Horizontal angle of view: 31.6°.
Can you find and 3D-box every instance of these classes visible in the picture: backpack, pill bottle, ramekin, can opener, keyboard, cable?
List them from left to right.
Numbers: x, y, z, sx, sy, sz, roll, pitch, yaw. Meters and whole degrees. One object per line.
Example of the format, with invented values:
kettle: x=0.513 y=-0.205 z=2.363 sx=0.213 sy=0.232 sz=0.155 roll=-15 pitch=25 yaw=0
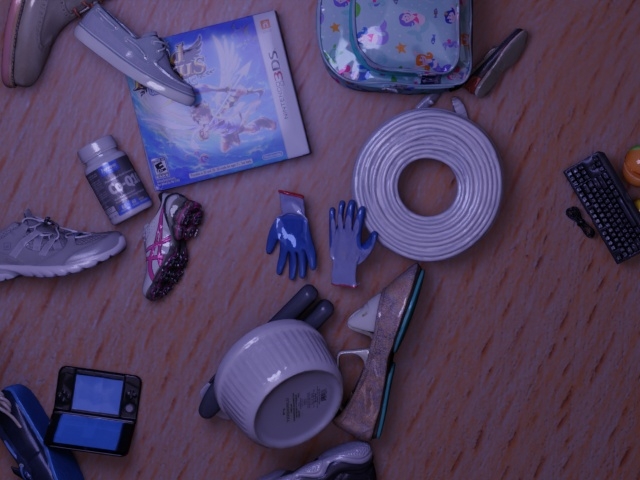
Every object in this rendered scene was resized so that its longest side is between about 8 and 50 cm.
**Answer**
pill bottle: x=-0.344 y=-0.101 z=1.884 sx=0.078 sy=0.078 sz=0.137 roll=-28 pitch=94 yaw=3
can opener: x=-0.095 y=0.196 z=1.896 sx=0.076 sy=0.095 sz=0.283 roll=43 pitch=101 yaw=-3
ramekin: x=-0.060 y=0.241 z=1.840 sx=0.207 sy=0.109 sz=0.207 roll=-17 pitch=129 yaw=-22
backpack: x=0.117 y=-0.345 z=1.810 sx=0.253 sy=0.191 sz=0.225 roll=1 pitch=91 yaw=7
cable: x=0.180 y=-0.091 z=1.872 sx=0.257 sy=0.089 sz=0.257 roll=-36 pitch=94 yaw=3
keyboard: x=0.467 y=-0.047 z=1.885 sx=0.108 sy=0.023 sz=0.180 roll=-32 pitch=84 yaw=31

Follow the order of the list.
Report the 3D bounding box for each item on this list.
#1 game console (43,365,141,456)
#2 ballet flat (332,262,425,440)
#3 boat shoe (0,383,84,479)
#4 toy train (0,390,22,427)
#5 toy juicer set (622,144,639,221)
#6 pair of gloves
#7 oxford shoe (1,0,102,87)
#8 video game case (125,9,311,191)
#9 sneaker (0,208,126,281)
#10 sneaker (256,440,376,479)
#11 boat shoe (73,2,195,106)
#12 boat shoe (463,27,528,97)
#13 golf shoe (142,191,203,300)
game console: x=-0.384 y=0.287 z=1.911 sx=0.144 sy=0.085 sz=0.124 roll=9 pitch=95 yaw=-4
ballet flat: x=0.086 y=0.180 z=1.893 sx=0.106 sy=0.107 sz=0.316 roll=16 pitch=94 yaw=7
boat shoe: x=-0.482 y=0.371 z=1.928 sx=0.089 sy=0.109 sz=0.258 roll=-32 pitch=77 yaw=10
toy train: x=-0.577 y=0.209 z=1.888 sx=0.248 sy=0.143 sz=0.105 roll=43 pitch=102 yaw=-8
toy juicer set: x=0.623 y=-0.038 z=1.871 sx=0.209 sy=0.089 sz=0.329 roll=-27 pitch=94 yaw=3
pair of gloves: x=0.000 y=0.000 z=1.875 sx=0.198 sy=0.023 sz=0.159 roll=11 pitch=114 yaw=21
oxford shoe: x=-0.399 y=-0.416 z=1.831 sx=0.146 sy=0.140 sz=0.397 roll=23 pitch=96 yaw=-7
video game case: x=-0.174 y=-0.231 z=1.880 sx=0.269 sy=0.061 sz=0.244 roll=-14 pitch=93 yaw=2
sneaker: x=-0.465 y=0.003 z=1.881 sx=0.281 sy=0.105 sz=0.115 roll=-6 pitch=95 yaw=2
sneaker: x=-0.015 y=0.454 z=1.914 sx=0.268 sy=0.101 sz=0.153 roll=-23 pitch=92 yaw=0
boat shoe: x=-0.286 y=-0.300 z=1.807 sx=0.227 sy=0.079 sz=0.081 roll=34 pitch=98 yaw=4
boat shoe: x=0.290 y=-0.299 z=1.877 sx=0.137 sy=0.049 sz=0.043 roll=-52 pitch=53 yaw=5
golf shoe: x=-0.264 y=0.009 z=1.907 sx=0.086 sy=0.067 sz=0.186 roll=24 pitch=96 yaw=25
